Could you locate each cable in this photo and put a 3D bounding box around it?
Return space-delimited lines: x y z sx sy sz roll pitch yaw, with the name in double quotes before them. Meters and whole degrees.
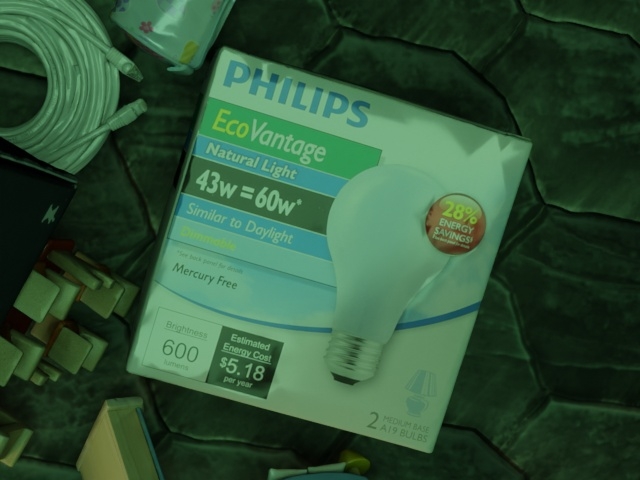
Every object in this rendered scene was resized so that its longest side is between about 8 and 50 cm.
"cable" -0.355 -0.179 1.455 0.257 0.089 0.257 -40 99 0

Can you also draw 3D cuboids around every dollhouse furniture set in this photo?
"dollhouse furniture set" -0.344 0.111 1.408 0.135 0.262 0.259 31 93 9
"dollhouse furniture set" -0.123 0.327 1.555 0.303 0.198 0.286 -1 139 -31

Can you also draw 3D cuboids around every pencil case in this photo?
"pencil case" -0.122 -0.323 1.452 0.124 0.113 0.273 34 92 -1

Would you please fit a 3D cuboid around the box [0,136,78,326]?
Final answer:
"box" -0.569 0.026 1.183 0.471 0.297 0.480 29 92 11

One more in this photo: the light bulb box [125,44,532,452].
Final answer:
"light bulb box" 0.000 0.000 1.453 0.357 0.225 0.361 16 96 -9
